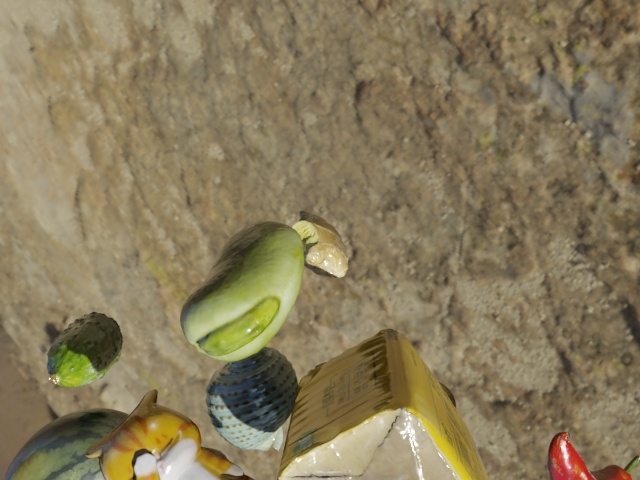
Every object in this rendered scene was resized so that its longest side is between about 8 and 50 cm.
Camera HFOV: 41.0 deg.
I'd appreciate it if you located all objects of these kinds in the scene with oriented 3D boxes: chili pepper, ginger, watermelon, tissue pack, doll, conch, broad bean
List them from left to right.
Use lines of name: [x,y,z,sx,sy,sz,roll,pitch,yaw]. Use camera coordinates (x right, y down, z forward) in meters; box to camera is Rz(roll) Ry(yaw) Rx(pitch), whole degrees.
watermelon: [-0.475,0.486,1.749,0.359,0.279,0.279,-33,97,19]
doll: [-0.204,0.359,1.257,0.270,0.166,0.162,48,156,0]
broad bean: [-0.078,0.048,0.884,0.124,0.175,0.082,-8,135,39]
conch: [-0.119,0.287,1.545,0.131,0.172,0.200,116,138,-75]
ginger: [0.000,0.000,1.669,0.131,0.086,0.294,36,-172,-5]
tissue pack: [0.101,0.328,1.211,0.293,0.228,0.382,58,-174,-6]
chili pepper: [0.497,0.435,1.554,0.092,0.137,0.368,32,-176,41]

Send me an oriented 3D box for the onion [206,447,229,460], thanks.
onion: [-0.236,0.548,1.878,0.198,0.173,0.135,10,171,7]

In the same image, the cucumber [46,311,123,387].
cucumber: [-0.490,0.237,1.727,0.134,0.134,0.244,56,-170,-8]

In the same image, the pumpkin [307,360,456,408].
pumpkin: [0.111,0.393,1.735,0.324,0.242,0.232,13,111,39]
